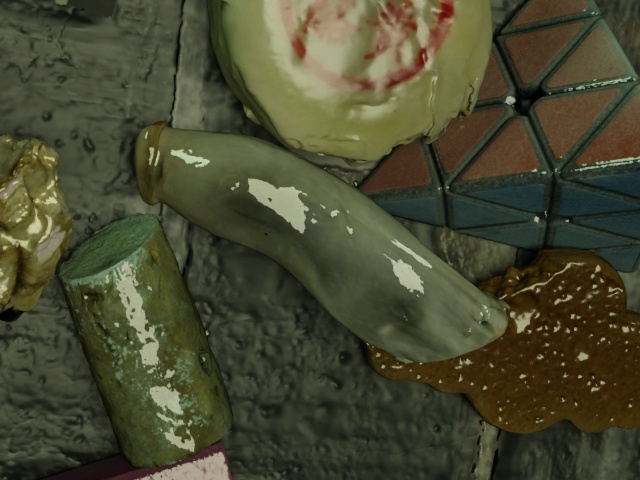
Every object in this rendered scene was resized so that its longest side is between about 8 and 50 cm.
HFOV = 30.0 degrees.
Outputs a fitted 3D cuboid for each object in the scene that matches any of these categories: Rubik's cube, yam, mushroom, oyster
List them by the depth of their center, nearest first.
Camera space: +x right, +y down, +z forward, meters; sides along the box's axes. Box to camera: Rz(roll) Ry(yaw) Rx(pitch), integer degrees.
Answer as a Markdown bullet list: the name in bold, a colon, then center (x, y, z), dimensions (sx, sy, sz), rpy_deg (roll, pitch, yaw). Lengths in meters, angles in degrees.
- **oyster**: center (-0.284, -0.029, 0.965), dimensions (0.163, 0.081, 0.191), rpy_deg (-39, 92, -1)
- **yam**: center (-0.148, 0.081, 1.001), dimensions (0.107, 0.107, 0.194), rpy_deg (-21, 101, -15)
- **mushroom**: center (0.000, -0.002, 1.017), dimensions (0.351, 0.097, 0.109), rpy_deg (31, 119, -3)
- **Rubik's cube**: center (0.210, -0.085, 1.081), dimensions (0.233, 0.229, 0.228), rpy_deg (40, 37, 17)

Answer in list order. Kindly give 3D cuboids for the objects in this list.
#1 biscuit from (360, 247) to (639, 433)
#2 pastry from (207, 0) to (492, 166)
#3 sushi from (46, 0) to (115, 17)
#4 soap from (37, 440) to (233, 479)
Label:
- **biscuit**: center (0.187, 0.096, 1.132), dimensions (0.319, 0.047, 0.184), rpy_deg (0, 105, -12)
- **pastry**: center (0.026, -0.190, 1.019), dimensions (0.264, 0.133, 0.265), rpy_deg (-3, 101, -17)
- **sushi**: center (-0.231, -0.309, 0.962), dimensions (0.192, 0.050, 0.215), rpy_deg (16, 103, -1)
- **soap**: center (-0.185, 0.285, 1.023), dimensions (0.259, 0.081, 0.181), rpy_deg (-15, 100, -16)
